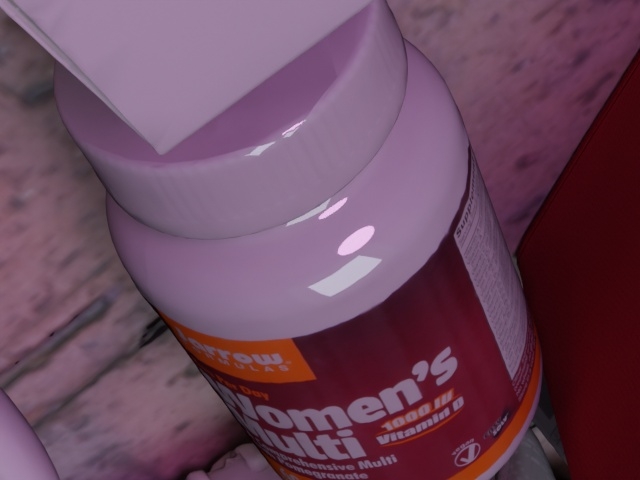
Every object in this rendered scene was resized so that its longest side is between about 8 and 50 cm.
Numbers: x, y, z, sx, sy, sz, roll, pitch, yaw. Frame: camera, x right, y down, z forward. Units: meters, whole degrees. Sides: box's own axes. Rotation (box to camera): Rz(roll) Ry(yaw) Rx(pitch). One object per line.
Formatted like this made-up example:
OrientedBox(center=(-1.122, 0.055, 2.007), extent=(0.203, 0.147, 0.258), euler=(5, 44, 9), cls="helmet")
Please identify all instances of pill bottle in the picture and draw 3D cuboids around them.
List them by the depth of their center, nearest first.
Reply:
OrientedBox(center=(0.000, 0.000, 0.512), extent=(0.121, 0.121, 0.221), euler=(-31, 142, -2), cls="pill bottle")

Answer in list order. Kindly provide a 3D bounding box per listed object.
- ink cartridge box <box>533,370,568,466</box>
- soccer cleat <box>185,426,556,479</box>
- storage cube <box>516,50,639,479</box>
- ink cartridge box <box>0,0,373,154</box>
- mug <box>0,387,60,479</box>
OrientedBox(center=(0.184, 0.099, 0.721), extent=(0.179, 0.145, 0.045), euler=(14, 119, -40), cls="ink cartridge box")
OrientedBox(center=(-0.046, 0.151, 0.669), extent=(0.331, 0.143, 0.116), euler=(-4, 167, -3), cls="soccer cleat")
OrientedBox(center=(0.208, 0.023, 0.576), extent=(0.183, 0.193, 0.215), euler=(18, 122, -15), cls="storage cube")
OrientedBox(center=(-0.006, -0.135, 0.350), extent=(0.190, 0.140, 0.082), euler=(-37, 143, 6), cls="ink cartridge box")
OrientedBox(center=(-0.239, 0.147, 0.386), extent=(0.374, 0.276, 0.328), euler=(-28, 127, -12), cls="mug")
